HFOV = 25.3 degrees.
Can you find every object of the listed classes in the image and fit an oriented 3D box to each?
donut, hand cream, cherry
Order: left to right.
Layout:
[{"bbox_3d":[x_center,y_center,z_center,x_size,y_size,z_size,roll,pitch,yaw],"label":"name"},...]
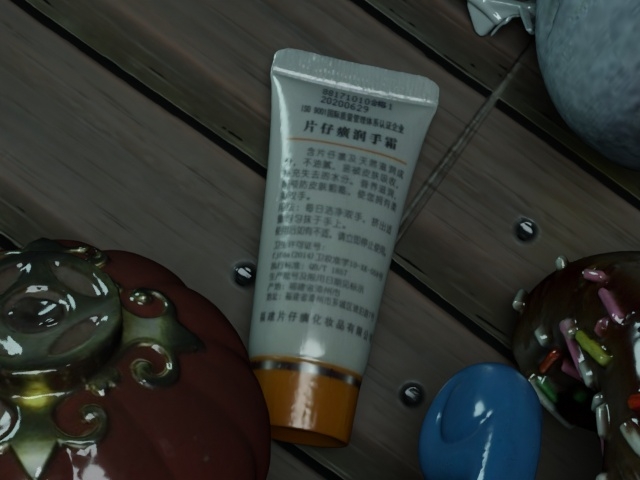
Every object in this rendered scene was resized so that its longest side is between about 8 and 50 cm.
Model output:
[{"bbox_3d":[0.000,0.000,1.121,0.139,0.089,0.314,14,76,-5],"label":"hand cream"},{"bbox_3d":[0.226,0.170,1.030,0.136,0.259,0.345,8,83,-16],"label":"donut"},{"bbox_3d":[0.289,-0.167,1.109,0.255,0.218,0.296,-15,76,-19],"label":"cherry"}]

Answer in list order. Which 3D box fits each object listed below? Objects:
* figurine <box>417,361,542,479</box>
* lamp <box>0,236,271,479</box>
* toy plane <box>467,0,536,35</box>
[{"bbox_3d":[0.023,0.274,0.961,0.298,0.243,0.416,34,97,-23],"label":"figurine"},{"bbox_3d":[-0.185,0.137,0.986,0.303,0.257,0.303,2,40,-2],"label":"lamp"},{"bbox_3d":[0.060,-0.262,1.181,0.273,0.107,0.182,31,35,-26],"label":"toy plane"}]
